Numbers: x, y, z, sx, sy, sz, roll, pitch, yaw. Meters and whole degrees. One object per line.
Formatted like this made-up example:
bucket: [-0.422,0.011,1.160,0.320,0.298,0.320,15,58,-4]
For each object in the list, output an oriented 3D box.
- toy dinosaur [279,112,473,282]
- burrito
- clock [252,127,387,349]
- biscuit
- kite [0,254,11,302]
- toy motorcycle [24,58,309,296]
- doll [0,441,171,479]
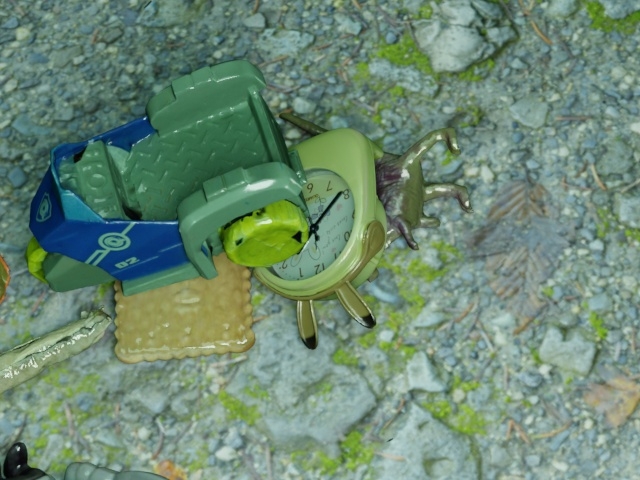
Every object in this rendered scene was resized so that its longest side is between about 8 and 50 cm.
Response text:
toy dinosaur: [0.068,-0.075,1.780,0.200,0.072,0.251,-16,71,6]
burrito: [-0.314,0.129,1.699,0.185,0.041,0.045,-26,21,-11]
clock: [0.000,0.000,1.707,0.170,0.069,0.232,-21,61,26]
biscuit: [-0.159,0.023,1.754,0.160,0.030,0.249,-6,61,-1]
kite: [-0.523,0.051,1.764,0.328,0.013,0.377,15,66,11]
toy motorcycle: [-0.186,-0.053,1.651,0.326,0.200,0.191,-22,60,3]
doll: [-0.252,0.296,1.534,0.258,0.153,0.195,21,36,9]
